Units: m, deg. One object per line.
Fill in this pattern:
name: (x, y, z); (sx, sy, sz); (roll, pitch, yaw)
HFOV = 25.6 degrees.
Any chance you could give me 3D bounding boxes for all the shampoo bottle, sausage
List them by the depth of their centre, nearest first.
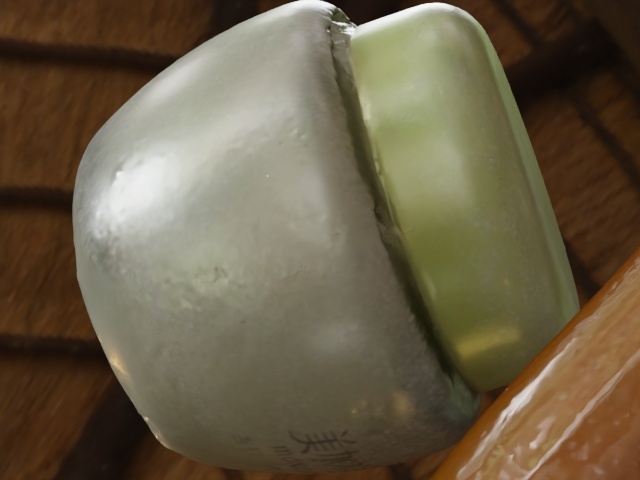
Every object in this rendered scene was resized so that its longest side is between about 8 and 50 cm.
sausage: (0.131, 0.048, 0.463); (0.105, 0.274, 0.105); (42, 171, 9)
shampoo bottle: (0.000, 0.000, 0.979); (0.322, 0.317, 0.322); (-16, -90, -78)
